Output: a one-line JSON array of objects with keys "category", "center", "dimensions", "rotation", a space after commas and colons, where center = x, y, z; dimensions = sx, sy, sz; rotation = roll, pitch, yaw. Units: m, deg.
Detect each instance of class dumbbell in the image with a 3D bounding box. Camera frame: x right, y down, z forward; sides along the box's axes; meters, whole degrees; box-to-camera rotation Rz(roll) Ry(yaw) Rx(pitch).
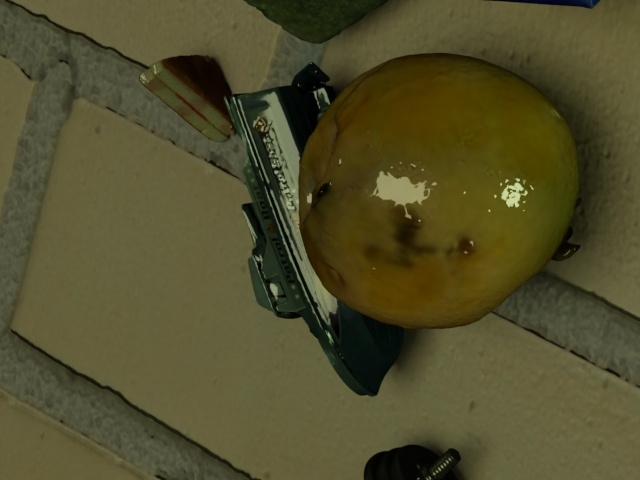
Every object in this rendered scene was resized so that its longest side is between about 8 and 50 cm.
[{"category": "dumbbell", "center": [0.057, 0.253, 1.784], "dimensions": [0.099, 0.099, 0.208], "rotation": [52, 121, 15]}]

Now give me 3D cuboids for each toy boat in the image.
[{"category": "toy boat", "center": [-0.003, -0.001, 1.770], "dimensions": [0.122, 0.114, 0.296], "rotation": [-19, 87, 27]}]

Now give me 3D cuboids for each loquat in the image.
[{"category": "loquat", "center": [0.103, -0.039, 1.638], "dimensions": [0.244, 0.244, 0.244], "rotation": [6, 102, 32]}]

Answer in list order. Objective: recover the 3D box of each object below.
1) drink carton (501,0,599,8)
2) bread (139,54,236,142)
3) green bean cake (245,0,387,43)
[{"category": "drink carton", "center": [0.171, -0.347, 1.527], "dimensions": [0.106, 0.130, 0.315], "rotation": [8, 125, 31]}, {"category": "bread", "center": [-0.118, -0.145, 1.861], "dimensions": [0.043, 0.062, 0.109], "rotation": [-24, 127, 36]}, {"category": "green bean cake", "center": [-0.008, -0.275, 1.687], "dimensions": [0.183, 0.185, 0.094], "rotation": [-30, 45, 34]}]
